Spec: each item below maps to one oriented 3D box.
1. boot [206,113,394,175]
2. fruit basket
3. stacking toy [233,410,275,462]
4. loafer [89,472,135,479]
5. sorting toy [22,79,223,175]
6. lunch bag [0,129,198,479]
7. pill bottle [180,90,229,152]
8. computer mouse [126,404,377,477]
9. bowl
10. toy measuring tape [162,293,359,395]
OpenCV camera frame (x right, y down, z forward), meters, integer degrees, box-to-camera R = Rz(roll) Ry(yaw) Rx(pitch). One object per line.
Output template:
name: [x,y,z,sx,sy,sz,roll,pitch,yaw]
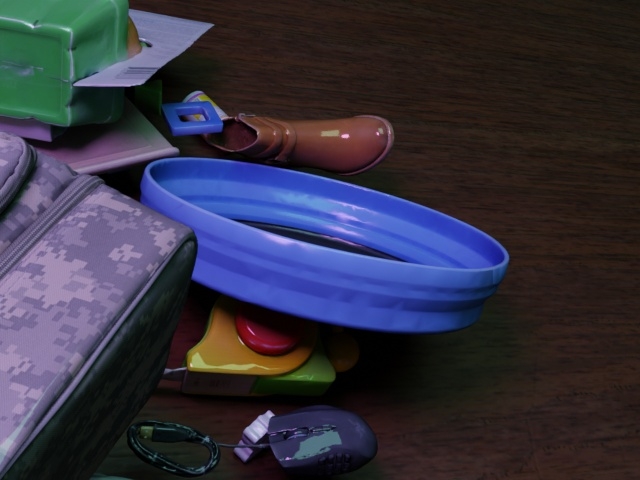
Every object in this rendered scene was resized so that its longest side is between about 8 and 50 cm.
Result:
boot: [-0.026,-0.120,1.245,0.152,0.197,0.073,8,78,-54]
fruit basket: [-0.319,-0.232,1.208,0.327,0.166,0.353,9,18,3]
stacking toy: [-0.054,0.268,0.924,0.167,0.052,0.221,41,42,15]
loafer: [-0.277,0.236,0.771,0.319,0.111,0.112,-11,57,-26]
sorting toy: [-0.284,-0.112,1.176,0.347,0.047,0.196,-17,40,-32]
lunch bag: [-0.265,0.071,0.698,0.256,0.213,0.305,27,47,6]
pill bottle: [-0.140,-0.150,1.321,0.083,0.043,0.043,45,43,18]
computer mouse: [-0.055,0.179,0.945,0.242,0.041,0.071,4,49,-24]
bowl: [0.000,0.000,1.089,0.391,0.077,0.391,13,13,-3]
toy measuring tape: [-0.121,0.091,1.033,0.330,0.121,0.121,5,45,-14]
